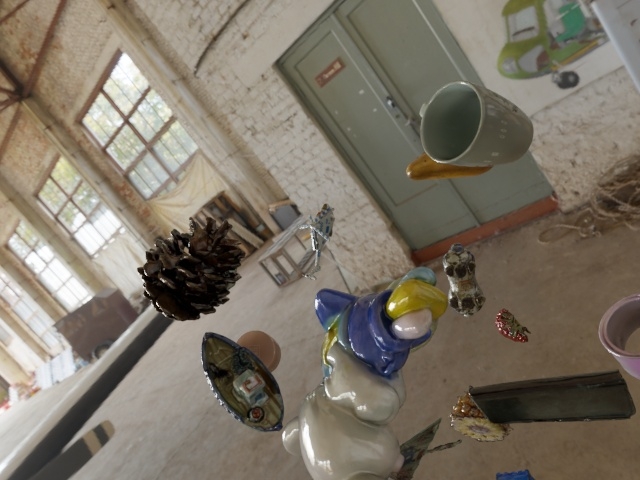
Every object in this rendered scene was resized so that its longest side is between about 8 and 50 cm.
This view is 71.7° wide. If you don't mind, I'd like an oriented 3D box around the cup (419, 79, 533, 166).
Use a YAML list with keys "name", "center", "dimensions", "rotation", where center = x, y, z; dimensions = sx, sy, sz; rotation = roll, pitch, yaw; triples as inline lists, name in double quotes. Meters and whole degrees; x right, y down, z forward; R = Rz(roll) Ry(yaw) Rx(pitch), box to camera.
- name: "cup"
  center: [0.372, -0.286, 1.101]
  dimensions: [0.258, 0.234, 0.186]
  rotation: [46, 126, 46]

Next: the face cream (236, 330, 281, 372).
- name: "face cream"
  center: [-0.222, 0.401, 1.571]
  dimensions: [0.149, 0.149, 0.104]
  rotation: [-39, -21, -8]

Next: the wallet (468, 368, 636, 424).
- name: "wallet"
  center: [0.524, 0.366, 1.014]
  dimensions: [0.318, 0.172, 0.045]
  rotation: [-19, 36, 30]

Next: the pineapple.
- name: "pineapple"
  center: [0.485, 0.510, 1.345]
  dimensions: [0.176, 0.161, 0.136]
  rotation: [6, 46, 15]

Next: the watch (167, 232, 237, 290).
- name: "watch"
  center: [-0.385, 0.094, 1.391]
  dimensions: [0.253, 0.241, 0.162]
  rotation: [-67, 18, 7]

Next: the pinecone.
- name: "pinecone"
  center: [-0.243, 0.059, 0.863]
  dimensions: [0.205, 0.184, 0.179]
  rotation: [-35, -25, 13]

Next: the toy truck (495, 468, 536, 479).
- name: "toy truck"
  center: [0.573, 0.761, 1.232]
  dimensions: [0.113, 0.126, 0.208]
  rotation: [-37, 37, 43]

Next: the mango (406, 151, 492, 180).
- name: "mango"
  center: [0.430, -0.267, 1.471]
  dimensions: [0.295, 0.120, 0.177]
  rotation: [-4, 7, 7]

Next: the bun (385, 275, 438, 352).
- name: "bun"
  center: [0.317, 0.265, 1.500]
  dimensions: [0.179, 0.283, 0.283]
  rotation: [18, 50, 40]

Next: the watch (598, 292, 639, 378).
- name: "watch"
  center: [0.779, 0.254, 1.030]
  dimensions: [0.248, 0.211, 0.217]
  rotation: [-51, 18, -8]

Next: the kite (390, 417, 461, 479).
- name: "kite"
  center: [0.295, 0.648, 1.342]
  dimensions: [0.314, 0.335, 0.011]
  rotation: [-1, 34, -23]

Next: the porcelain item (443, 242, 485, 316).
- name: "porcelain item"
  center: [0.566, 0.155, 1.782]
  dimensions: [0.138, 0.288, 0.186]
  rotation: [-14, 11, 14]

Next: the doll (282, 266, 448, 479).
- name: "doll"
  center: [0.070, 0.220, 0.679]
  dimensions: [0.376, 0.187, 0.365]
  rotation: [3, 72, 53]

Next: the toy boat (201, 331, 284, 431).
- name: "toy boat"
  center: [-0.165, 0.283, 0.910]
  dimensions: [0.114, 0.115, 0.262]
  rotation: [-32, 48, -29]

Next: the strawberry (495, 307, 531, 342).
- name: "strawberry"
  center: [0.804, 0.383, 1.892]
  dimensions: [0.087, 0.167, 0.208]
  rotation: [-36, -29, 0]

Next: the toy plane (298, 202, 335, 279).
- name: "toy plane"
  center: [0.007, 0.004, 1.607]
  dimensions: [0.107, 0.273, 0.182]
  rotation: [-9, 4, -39]
